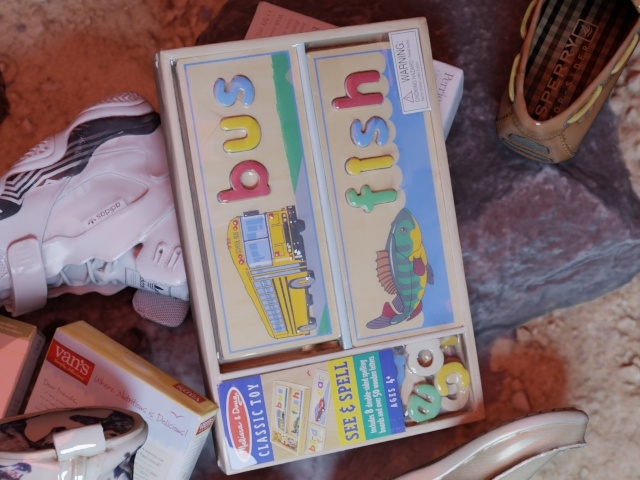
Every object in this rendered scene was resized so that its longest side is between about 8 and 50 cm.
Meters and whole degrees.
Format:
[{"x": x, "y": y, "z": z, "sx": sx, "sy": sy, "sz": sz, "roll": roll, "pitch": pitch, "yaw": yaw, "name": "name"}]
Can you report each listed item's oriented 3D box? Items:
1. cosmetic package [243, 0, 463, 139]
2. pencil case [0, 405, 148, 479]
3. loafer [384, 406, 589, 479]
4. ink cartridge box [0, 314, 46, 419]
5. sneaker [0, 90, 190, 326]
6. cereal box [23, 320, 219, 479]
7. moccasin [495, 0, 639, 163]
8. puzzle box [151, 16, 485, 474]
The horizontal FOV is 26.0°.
[{"x": 0.026, "y": -0.155, "z": 1.465, "sx": 0.231, "sy": 0.085, "sz": 0.117, "roll": 19, "pitch": 78, "yaw": 9, "name": "cosmetic package"}, {"x": -0.239, "y": 0.344, "z": 1.238, "sx": 0.159, "sy": 0.183, "sz": 0.410, "roll": -1, "pitch": 99, "yaw": -31, "name": "pencil case"}, {"x": 0.147, "y": 0.246, "z": 1.352, "sx": 0.268, "sy": 0.102, "sz": 0.092, "roll": -27, "pitch": 77, "yaw": 5, "name": "loafer"}, {"x": -0.402, "y": 0.178, "z": 1.416, "sx": 0.171, "sy": 0.056, "sz": 0.235, "roll": 17, "pitch": 75, "yaw": 6, "name": "ink cartridge box"}, {"x": -0.246, "y": 0.023, "z": 1.380, "sx": 0.210, "sy": 0.137, "sz": 0.366, "roll": 41, "pitch": 65, "yaw": 11, "name": "sneaker"}, {"x": -0.216, "y": 0.221, "z": 1.334, "sx": 0.173, "sy": 0.047, "sz": 0.240, "roll": 30, "pitch": 107, "yaw": 17, "name": "cereal box"}, {"x": 0.287, "y": -0.268, "z": 1.448, "sx": 0.139, "sy": 0.147, "sz": 0.380, "roll": 29, "pitch": 79, "yaw": 10, "name": "moccasin"}, {"x": 0.000, "y": 0.000, "z": 1.347, "sx": 0.272, "sy": 0.052, "sz": 0.409, "roll": -10, "pitch": 93, "yaw": -15, "name": "puzzle box"}]
